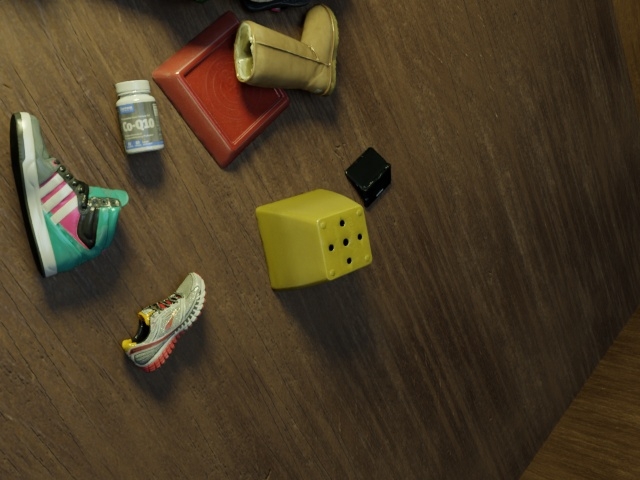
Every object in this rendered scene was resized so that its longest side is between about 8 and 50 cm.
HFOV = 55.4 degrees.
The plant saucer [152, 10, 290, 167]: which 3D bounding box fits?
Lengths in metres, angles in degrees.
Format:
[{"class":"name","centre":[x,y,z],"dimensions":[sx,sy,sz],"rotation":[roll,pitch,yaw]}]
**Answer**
[{"class":"plant saucer","centre":[-0.199,-0.339,1.359],"dimensions":[0.259,0.047,0.258],"rotation":[-50,121,-26]}]

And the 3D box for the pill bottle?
[{"class":"pill bottle","centre":[-0.362,-0.244,1.213],"dimensions":[0.078,0.078,0.137],"rotation":[-17,103,-37]}]

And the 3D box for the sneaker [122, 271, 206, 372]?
[{"class":"sneaker","centre":[-0.320,0.159,1.265],"dimensions":[0.093,0.088,0.225],"rotation":[45,66,-30]}]

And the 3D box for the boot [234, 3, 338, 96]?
[{"class":"boot","centre":[-0.073,-0.454,1.387],"dimensions":[0.269,0.089,0.236],"rotation":[-1,84,-47]}]

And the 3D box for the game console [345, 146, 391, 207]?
[{"class":"game console","centre":[0.131,-0.171,1.655],"dimensions":[0.122,0.071,0.107],"rotation":[-46,149,-26]}]

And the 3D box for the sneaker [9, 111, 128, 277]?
[{"class":"sneaker","centre":[-0.451,-0.092,1.119],"dimensions":[0.178,0.123,0.296],"rotation":[-15,110,-32]}]

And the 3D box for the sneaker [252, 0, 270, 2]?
[{"class":"sneaker","centre":[-0.068,-0.642,1.357],"dimensions":[0.330,0.147,0.130],"rotation":[-32,90,-27]}]

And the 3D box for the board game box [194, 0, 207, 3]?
[{"class":"board game box","centre":[-0.345,-0.617,1.169],"dimensions":[0.317,0.046,0.214],"rotation":[9,87,-38]}]

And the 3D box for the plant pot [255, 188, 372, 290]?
[{"class":"plant pot","centre":[0.000,0.000,1.448],"dimensions":[0.212,0.187,0.212],"rotation":[-20,104,-36]}]

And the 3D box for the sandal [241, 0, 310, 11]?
[{"class":"sandal","centre":[-0.106,-0.565,1.425],"dimensions":[0.179,0.040,0.067],"rotation":[-20,85,-26]}]
